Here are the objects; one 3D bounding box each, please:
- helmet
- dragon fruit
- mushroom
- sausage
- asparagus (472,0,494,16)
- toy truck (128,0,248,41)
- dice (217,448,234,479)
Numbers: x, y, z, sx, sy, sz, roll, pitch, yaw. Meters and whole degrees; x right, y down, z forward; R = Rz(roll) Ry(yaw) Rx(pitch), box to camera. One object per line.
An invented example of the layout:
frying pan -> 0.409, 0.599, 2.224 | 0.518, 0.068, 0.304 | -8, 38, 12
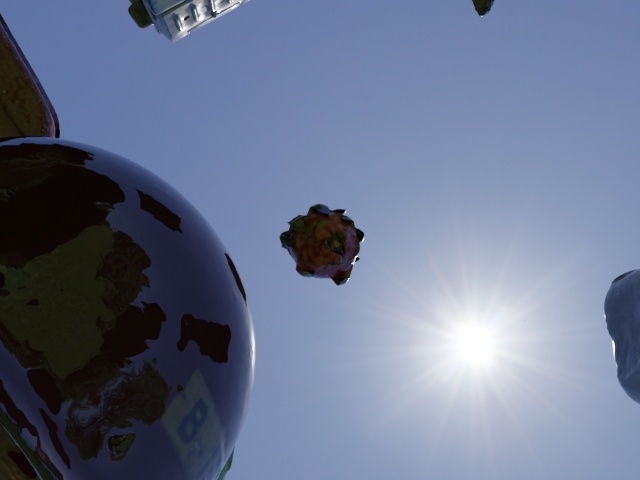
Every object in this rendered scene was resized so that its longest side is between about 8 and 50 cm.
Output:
helmet -> -0.174, 0.056, 0.485 | 0.338, 0.384, 0.230 | 29, -131, 31
dragon fruit -> -0.002, 0.001, 0.758 | 0.116, 0.081, 0.086 | 18, -125, 46
mushroom -> 0.341, 0.065, 0.603 | 0.122, 0.328, 0.159 | -35, -113, -5
sausage -> -0.435, -0.247, 0.825 | 0.102, 0.102, 0.330 | -19, -67, 14
asparagus -> 0.171, -0.306, 0.705 | 0.030, 0.036, 0.165 | -29, -130, 54
toy truck -> -0.093, -0.204, 0.361 | 0.114, 0.253, 0.124 | -30, -96, -6
dice -> -0.286, 0.291, 1.005 | 0.255, 0.252, 0.249 | 3, -90, 23
